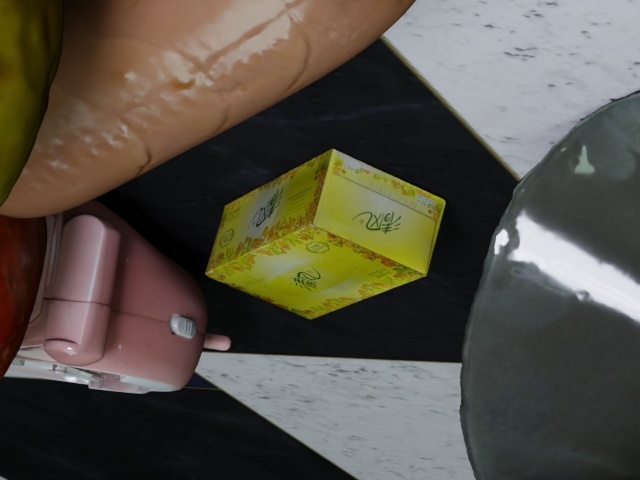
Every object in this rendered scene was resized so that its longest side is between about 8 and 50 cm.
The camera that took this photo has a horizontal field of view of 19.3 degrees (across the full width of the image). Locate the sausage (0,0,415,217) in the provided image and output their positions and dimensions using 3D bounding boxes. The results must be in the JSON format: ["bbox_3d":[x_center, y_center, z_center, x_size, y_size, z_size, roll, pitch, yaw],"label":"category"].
[{"bbox_3d":[-0.079,-0.108,0.961,0.304,0.121,0.121,-26,138,35],"label":"sausage"}]

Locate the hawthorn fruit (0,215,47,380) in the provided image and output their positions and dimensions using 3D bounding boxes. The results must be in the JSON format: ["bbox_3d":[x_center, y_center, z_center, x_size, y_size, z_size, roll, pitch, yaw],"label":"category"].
[{"bbox_3d":[-0.315,-0.004,1.282,0.284,0.284,0.284,13,160,5],"label":"hawthorn fruit"}]

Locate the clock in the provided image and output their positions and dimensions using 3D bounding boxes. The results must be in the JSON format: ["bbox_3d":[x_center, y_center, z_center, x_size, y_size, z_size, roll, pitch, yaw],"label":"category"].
[{"bbox_3d":[-0.198,0.045,1.511,0.227,0.142,0.241,3,166,30],"label":"clock"}]

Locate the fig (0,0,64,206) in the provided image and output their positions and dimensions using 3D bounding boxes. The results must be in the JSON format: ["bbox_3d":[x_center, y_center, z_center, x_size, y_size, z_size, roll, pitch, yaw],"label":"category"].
[{"bbox_3d":[-0.297,-0.118,0.867,0.343,0.343,0.343,13,160,5],"label":"fig"}]

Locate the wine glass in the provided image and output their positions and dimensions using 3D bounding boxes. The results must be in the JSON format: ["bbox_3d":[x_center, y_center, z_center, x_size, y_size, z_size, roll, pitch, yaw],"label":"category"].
[{"bbox_3d":[0.319,0.099,1.123,0.406,0.267,0.267,20,159,-22],"label":"wine glass"}]

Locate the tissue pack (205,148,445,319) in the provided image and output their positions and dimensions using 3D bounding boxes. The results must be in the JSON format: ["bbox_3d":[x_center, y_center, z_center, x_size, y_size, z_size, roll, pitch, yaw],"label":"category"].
[{"bbox_3d":[0.000,0.000,1.338,0.095,0.062,0.176,24,157,-22],"label":"tissue pack"}]
